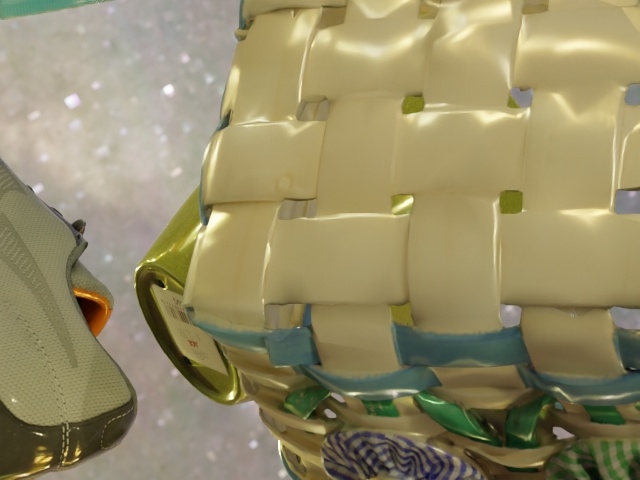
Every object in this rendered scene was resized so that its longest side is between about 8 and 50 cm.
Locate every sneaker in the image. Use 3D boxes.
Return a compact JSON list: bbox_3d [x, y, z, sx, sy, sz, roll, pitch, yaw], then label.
[{"bbox_3d":[-0.149,0.006,0.665,0.271,0.108,0.100,-119,-145,-47],"label":"sneaker"}]

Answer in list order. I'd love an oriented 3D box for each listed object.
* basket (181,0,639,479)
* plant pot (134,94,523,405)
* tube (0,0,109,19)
[{"bbox_3d":[0.094,0.017,0.558,0.255,0.201,0.289,0,-17,28],"label":"basket"},{"bbox_3d":[0.000,0.000,1.347,0.275,0.293,0.275,41,-30,29],"label":"plant pot"},{"bbox_3d":[-0.074,-0.176,0.500,0.052,0.080,0.207,-128,-149,-65],"label":"tube"}]
